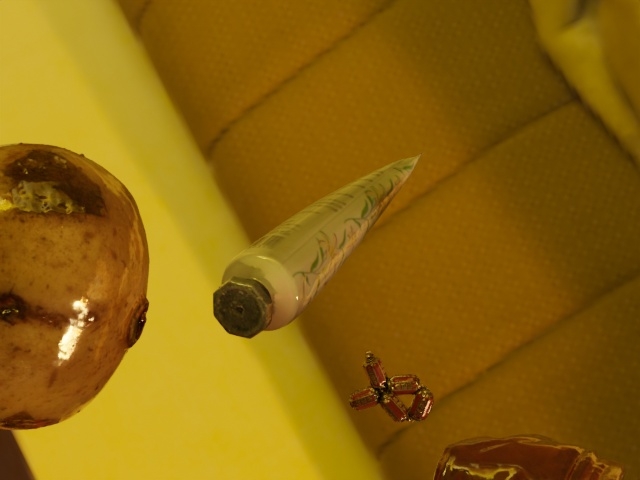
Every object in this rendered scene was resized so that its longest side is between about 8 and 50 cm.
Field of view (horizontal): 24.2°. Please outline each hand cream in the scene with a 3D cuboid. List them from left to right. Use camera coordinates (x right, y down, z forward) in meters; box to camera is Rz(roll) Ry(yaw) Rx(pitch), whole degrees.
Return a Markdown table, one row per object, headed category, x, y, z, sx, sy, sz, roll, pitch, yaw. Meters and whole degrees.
| category | x | y | z | sx | sy | sz | roll | pitch | yaw |
| --- | --- | --- | --- | --- | --- | --- | --- | --- | --- |
| hand cream | 0.000 | 0.000 | 0.792 | 0.042 | 0.067 | 0.194 | 51 | -148 | -1 |

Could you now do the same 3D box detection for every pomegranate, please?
| category | x | y | z | sx | sy | sz | roll | pitch | yaw |
| --- | --- | --- | --- | --- | --- | --- | --- | --- | --- |
| pomegranate | -0.290 | 0.038 | 1.436 | 0.281 | 0.281 | 0.281 | 61 | 171 | 17 |

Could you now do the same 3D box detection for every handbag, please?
| category | x | y | z | sx | sy | sz | roll | pitch | yaw |
| --- | --- | --- | --- | --- | --- | --- | --- | --- | --- |
| handbag | 0.145 | 0.254 | 1.078 | 0.146 | 0.135 | 0.225 | 3 | -83 | -71 |

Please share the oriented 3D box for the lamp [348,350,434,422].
| category | x | y | z | sx | sy | sz | roll | pitch | yaw |
| --- | --- | --- | --- | --- | --- | --- | --- | --- | --- |
| lamp | 0.075 | 0.153 | 1.520 | 0.031 | 0.083 | 0.063 | -53 | -18 | -76 |
